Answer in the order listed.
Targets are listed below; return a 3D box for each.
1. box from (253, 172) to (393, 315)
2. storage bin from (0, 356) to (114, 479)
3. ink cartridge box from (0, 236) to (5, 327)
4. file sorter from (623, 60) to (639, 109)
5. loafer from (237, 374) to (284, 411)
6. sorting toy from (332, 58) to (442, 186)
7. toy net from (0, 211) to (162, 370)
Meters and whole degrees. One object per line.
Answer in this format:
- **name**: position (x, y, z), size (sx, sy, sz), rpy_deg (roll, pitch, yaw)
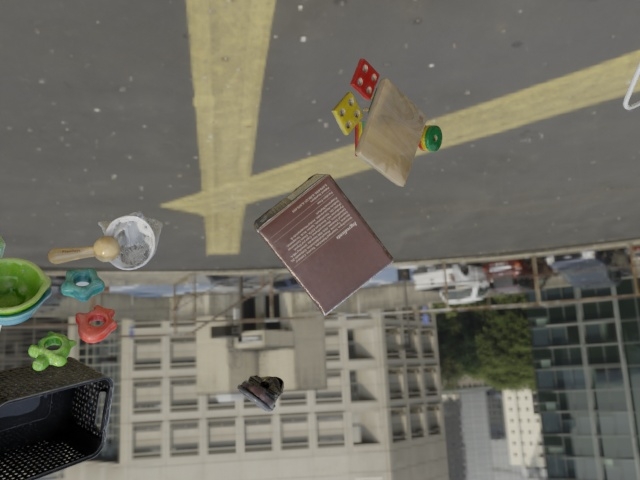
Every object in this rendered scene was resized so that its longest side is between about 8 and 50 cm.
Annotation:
- **box**: position (0.000, 0.000, 1.234), size (0.167, 0.203, 0.168), rpy_deg (-38, -171, -3)
- **storage bin**: position (-0.373, 0.234, 0.852), size (0.084, 0.122, 0.180), rpy_deg (16, -170, 30)
- **ink cartridge box**: position (-0.526, 0.063, 1.005), size (0.056, 0.235, 0.171), rpy_deg (-19, 153, -46)
- **file sorter**: position (0.594, -0.197, 0.901), size (0.173, 0.278, 0.193), rpy_deg (-26, 147, -13)
- **loafer**: position (-0.150, 0.393, 1.742), size (0.109, 0.095, 0.302), rpy_deg (34, 167, 10)
- **sorting toy**: position (0.101, -0.179, 1.067), size (0.046, 0.133, 0.274), rpy_deg (11, 168, 42)
- **toy net**: position (-0.231, 0.028, 0.668), size (0.122, 0.232, 0.045), rpy_deg (29, 131, 15)
